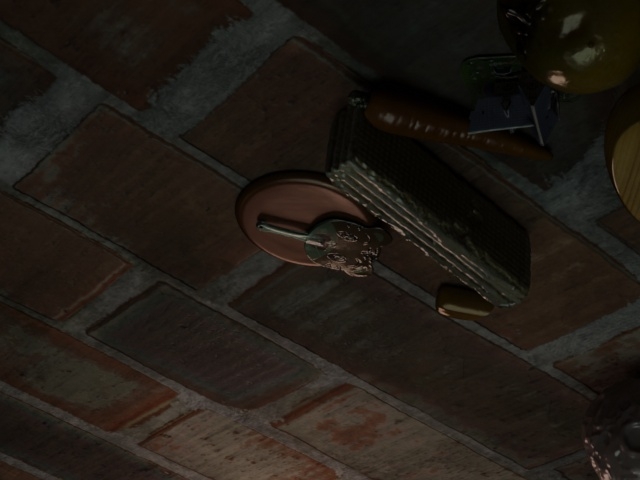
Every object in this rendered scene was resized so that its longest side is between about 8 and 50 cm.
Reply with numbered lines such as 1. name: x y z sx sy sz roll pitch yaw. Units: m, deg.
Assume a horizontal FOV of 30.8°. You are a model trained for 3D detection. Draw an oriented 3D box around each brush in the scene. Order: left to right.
1. brush: 0.468 -0.154 1.591 0.174 0.166 0.266 6 143 2

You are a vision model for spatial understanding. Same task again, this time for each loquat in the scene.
1. loquat: 0.314 -0.282 1.428 0.213 0.213 0.213 6 143 5

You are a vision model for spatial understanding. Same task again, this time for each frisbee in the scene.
1. frisbee: -0.024 -0.031 1.980 0.251 0.021 0.250 7 143 5

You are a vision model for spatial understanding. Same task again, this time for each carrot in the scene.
1. carrot: 0.197 -0.166 1.722 0.336 0.069 0.069 15 143 -12

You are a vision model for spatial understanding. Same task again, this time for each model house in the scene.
1. model house: 0.282 -0.196 1.640 0.167 0.088 0.117 -4 142 17

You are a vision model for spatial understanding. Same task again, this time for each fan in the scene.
1. fan: 0.000 0.000 1.991 0.227 0.008 0.152 15 143 -8

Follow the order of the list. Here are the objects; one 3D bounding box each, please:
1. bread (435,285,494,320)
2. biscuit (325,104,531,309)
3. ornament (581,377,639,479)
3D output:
1. bread: 0.257 0.118 2.088 0.103 0.049 0.062 12 143 0
2. biscuit: 0.179 -0.046 1.817 0.426 0.144 0.078 34 135 -30
3. ornament: 0.623 0.377 2.183 0.225 0.259 0.259 -28 132 16
